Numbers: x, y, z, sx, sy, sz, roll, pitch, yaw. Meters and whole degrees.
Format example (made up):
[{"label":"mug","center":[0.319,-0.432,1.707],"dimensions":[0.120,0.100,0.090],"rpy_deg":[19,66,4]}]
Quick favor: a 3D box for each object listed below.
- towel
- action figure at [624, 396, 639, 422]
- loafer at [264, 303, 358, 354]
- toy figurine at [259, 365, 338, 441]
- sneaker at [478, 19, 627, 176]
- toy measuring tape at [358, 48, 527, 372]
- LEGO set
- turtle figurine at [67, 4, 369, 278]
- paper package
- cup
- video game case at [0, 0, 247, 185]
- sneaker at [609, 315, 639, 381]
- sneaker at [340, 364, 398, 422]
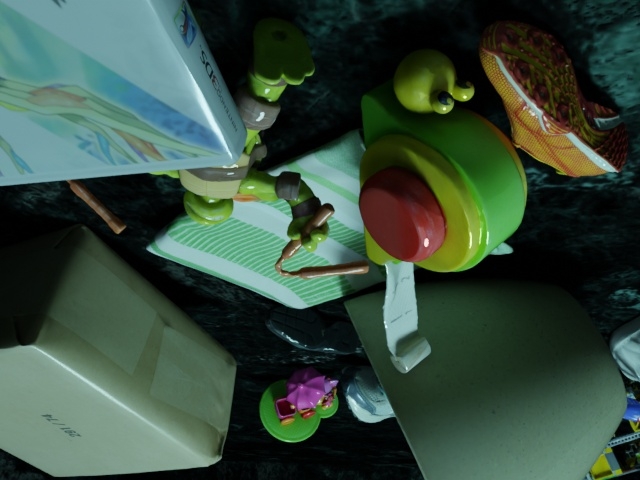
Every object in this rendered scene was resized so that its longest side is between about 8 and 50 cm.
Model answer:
[{"label":"towel","center":[0.000,0.000,0.721],"dimensions":[0.325,0.038,0.248],"rpy_deg":[-18,146,41]},{"label":"action figure","center":[0.349,0.243,0.978],"dimensions":[0.280,0.139,0.091],"rpy_deg":[33,-176,19]},{"label":"loafer","center":[-0.021,0.135,0.997],"dimensions":[0.061,0.062,0.170],"rpy_deg":[-13,149,44]},{"label":"toy figurine","center":[-0.018,0.302,1.330],"dimensions":[0.173,0.130,0.159],"rpy_deg":[-9,153,-26]},{"label":"sneaker","center":[0.152,-0.086,0.473],"dimensions":[0.067,0.064,0.175],"rpy_deg":[-4,153,43]},{"label":"toy measuring tape","center":[0.095,0.011,0.528],"dimensions":[0.121,0.121,0.330],"rpy_deg":[0,131,10]},{"label":"LEGO set","center":[0.486,0.306,1.196],"dimensions":[0.255,0.192,0.331],"rpy_deg":[-3,154,-40]},{"label":"turtle figurine","center":[-0.067,-0.069,0.516],"dimensions":[0.269,0.087,0.217],"rpy_deg":[20,145,-2]},{"label":"paper package","center":[-0.326,0.166,0.880],"dimensions":[0.309,0.168,0.325],"rpy_deg":[-14,136,26]},{"label":"cup","center":[0.202,0.175,0.794],"dimensions":[0.237,0.331,0.331],"rpy_deg":[-24,153,-1]},{"label":"video game case","center":[-0.241,-0.141,0.365],"dimensions":[0.329,0.036,0.300],"rpy_deg":[-3,140,18]},{"label":"sneaker","center":[0.459,0.190,0.897],"dimensions":[0.108,0.169,0.292],"rpy_deg":[-2,156,10]},{"label":"sneaker","center":[0.152,0.270,1.246],"dimensions":[0.122,0.110,0.283],"rpy_deg":[-35,140,30]}]
